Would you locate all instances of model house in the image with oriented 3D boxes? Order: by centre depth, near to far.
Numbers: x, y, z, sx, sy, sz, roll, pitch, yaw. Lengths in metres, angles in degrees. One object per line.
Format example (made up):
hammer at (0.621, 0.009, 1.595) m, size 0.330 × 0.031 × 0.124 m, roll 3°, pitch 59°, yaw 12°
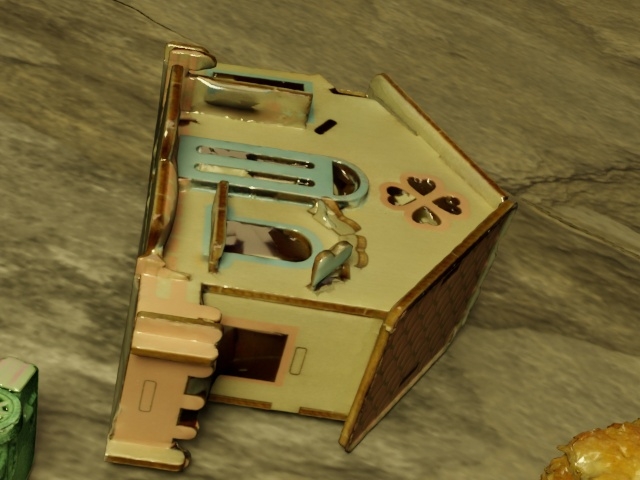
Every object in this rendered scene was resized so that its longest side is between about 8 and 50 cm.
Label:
model house at (0.000, 0.000, 0.856) m, size 0.244 × 0.169 × 0.326 m, roll 12°, pitch 36°, yaw -9°

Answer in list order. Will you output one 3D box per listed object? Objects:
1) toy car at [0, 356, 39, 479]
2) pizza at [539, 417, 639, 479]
toy car at (-0.216, 0.145, 0.652) m, size 0.076 × 0.090 × 0.224 m, roll 21°, pitch 37°, yaw 12°
pizza at (0.240, 0.181, 0.780) m, size 0.226 × 0.086 × 0.335 m, roll 22°, pitch 35°, yaw 15°
